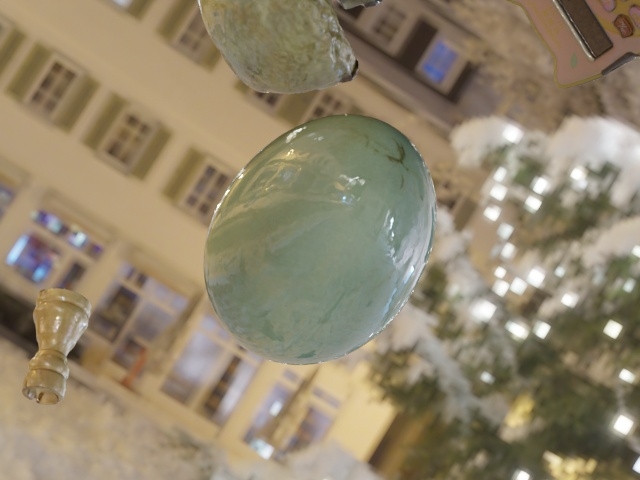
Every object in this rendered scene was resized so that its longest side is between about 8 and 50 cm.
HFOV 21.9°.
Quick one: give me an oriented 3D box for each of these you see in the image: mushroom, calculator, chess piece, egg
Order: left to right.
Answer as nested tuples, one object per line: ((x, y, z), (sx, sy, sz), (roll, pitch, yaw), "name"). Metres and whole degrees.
((-0.297, 0.121, 1.851), (0.066, 0.122, 0.066), (6, -29, 3), "chess piece")
((-0.046, -0.284, 1.662), (0.190, 0.267, 0.164), (-5, -38, 30), "mushroom")
((0.000, 0.000, 1.306), (0.168, 0.231, 0.168), (22, 38, -18), "egg")
((0.280, -0.250, 1.564), (0.236, 0.033, 0.157), (-35, -97, 46), "calculator")
